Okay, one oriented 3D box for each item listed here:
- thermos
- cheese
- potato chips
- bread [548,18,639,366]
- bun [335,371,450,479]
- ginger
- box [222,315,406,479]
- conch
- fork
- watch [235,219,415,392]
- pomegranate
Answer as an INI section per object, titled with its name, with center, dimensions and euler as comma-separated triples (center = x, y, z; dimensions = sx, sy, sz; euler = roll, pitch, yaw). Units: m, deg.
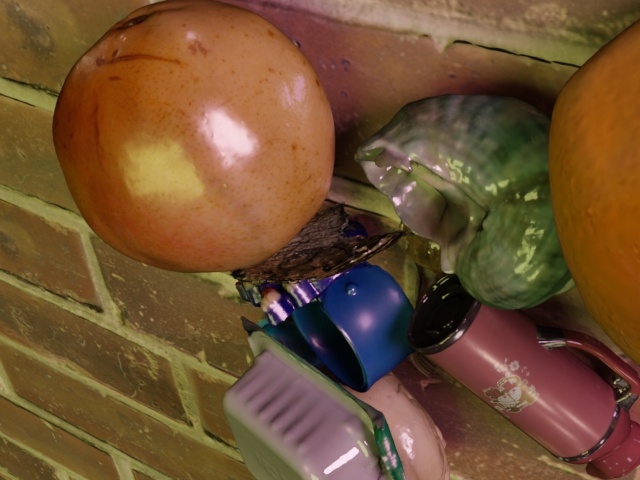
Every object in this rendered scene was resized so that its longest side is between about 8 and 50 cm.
[thermos]
center = 0.263, 0.159, 1.002
dimensions = 0.330, 0.136, 0.109
euler = 38, -177, -19
[cheese]
center = -0.006, 0.154, 1.297
dimensions = 0.256, 0.037, 0.106
euler = -7, 123, 40
[potato chips]
center = 0.001, 0.004, 1.000
dimensions = 0.219, 0.202, 0.029
euler = 4, 116, 49
[bread]
center = 0.373, -0.031, 0.630
dimensions = 0.376, 0.253, 0.348
euler = -16, 118, 49
[bun]
center = 0.098, 0.277, 1.235
dimensions = 0.229, 0.145, 0.230
euler = 32, 137, 35
[ginger]
center = 0.142, 0.026, 1.030
dimensions = 0.133, 0.059, 0.214
euler = 29, 138, 5
[box]
center = -0.020, 0.283, 1.166
dimensions = 0.336, 0.106, 0.264
euler = 26, 140, 49
[conch]
center = 0.176, -0.032, 0.869
dimensions = 0.277, 0.196, 0.220
euler = 29, 149, -25
[fork]
center = 0.123, 0.094, 1.132
dimensions = 0.028, 0.034, 0.220
euler = 7, 131, 25
[watch]
center = 0.022, 0.090, 1.111
dimensions = 0.200, 0.171, 0.196
euler = 56, 170, -12
[pomegranate]
center = -0.127, -0.103, 0.961
dimensions = 0.319, 0.319, 0.319
euler = 23, 138, 22
